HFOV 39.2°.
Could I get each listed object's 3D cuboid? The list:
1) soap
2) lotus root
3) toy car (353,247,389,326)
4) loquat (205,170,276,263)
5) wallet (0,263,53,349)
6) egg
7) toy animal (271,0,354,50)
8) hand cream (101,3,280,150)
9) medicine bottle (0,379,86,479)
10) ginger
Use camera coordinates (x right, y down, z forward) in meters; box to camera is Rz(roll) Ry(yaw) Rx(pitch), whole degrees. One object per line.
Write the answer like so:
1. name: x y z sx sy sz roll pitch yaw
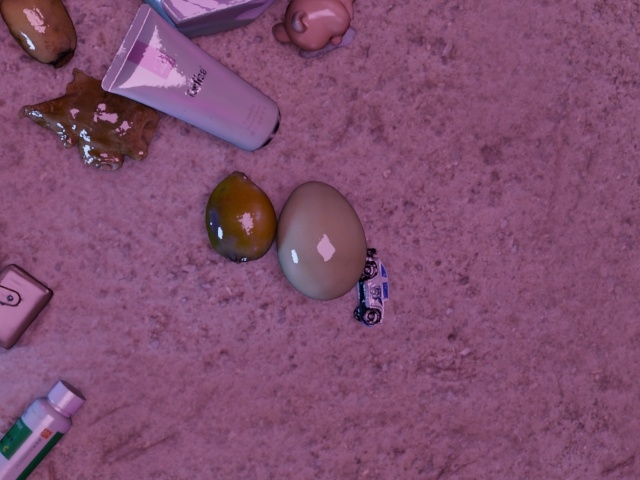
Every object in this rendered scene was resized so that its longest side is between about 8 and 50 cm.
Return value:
1. soap: -0.168 -0.610 1.842 0.446 0.156 0.261 -44 96 -8
2. lotus root: -0.565 -0.447 1.780 0.118 0.125 0.221 -28 105 2
3. toy car: 0.111 0.102 1.969 0.070 0.080 0.170 -5 92 -14
4. loquat: -0.166 -0.047 1.867 0.152 0.152 0.195 1 78 -12
5. wallet: -0.634 0.133 1.827 0.118 0.039 0.152 37 85 -13
6. egg: 0.000 0.000 1.887 0.189 0.188 0.253 -9 82 -12
7. toy animal: 0.015 -0.515 1.892 0.149 0.165 0.248 31 79 -7
8. hand cream: -0.245 -0.305 1.805 0.359 0.118 0.185 27 88 -32
9. medicine bottle: -0.586 0.403 1.817 0.095 0.095 0.260 43 83 -10
10. ginger: -0.461 -0.245 1.814 0.270 0.123 0.218 -8 87 -3
